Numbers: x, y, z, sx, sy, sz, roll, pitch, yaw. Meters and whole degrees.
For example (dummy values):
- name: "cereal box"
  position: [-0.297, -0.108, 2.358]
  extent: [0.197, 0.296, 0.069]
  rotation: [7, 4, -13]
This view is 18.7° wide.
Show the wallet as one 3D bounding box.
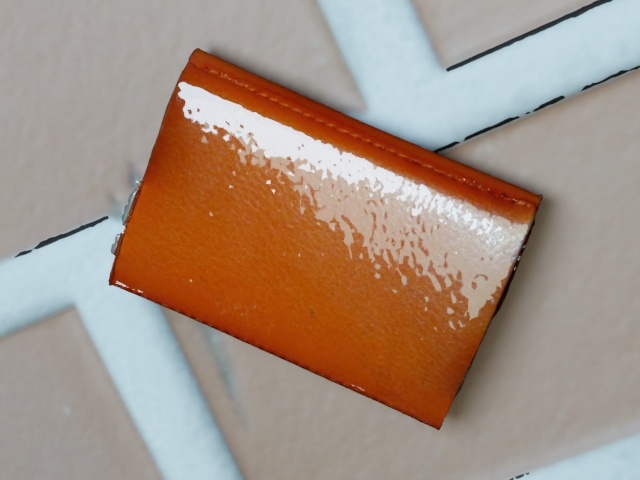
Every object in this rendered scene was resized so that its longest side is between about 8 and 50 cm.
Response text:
- name: "wallet"
  position: [0.000, 0.000, 1.038]
  extent: [0.204, 0.045, 0.142]
  rotation: [24, 109, 6]
